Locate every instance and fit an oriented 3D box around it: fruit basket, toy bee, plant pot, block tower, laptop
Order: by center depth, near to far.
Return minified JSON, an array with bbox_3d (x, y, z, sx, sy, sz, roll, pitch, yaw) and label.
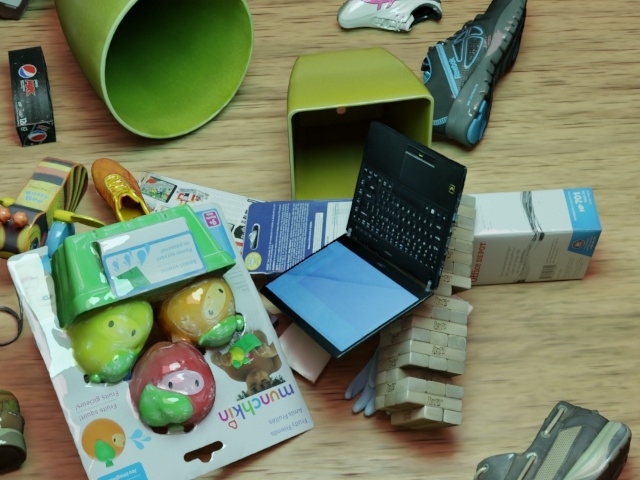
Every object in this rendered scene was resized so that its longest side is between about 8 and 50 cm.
[{"bbox_3d":[-0.202,0.136,1.545,0.327,0.165,0.353,-17,73,-31],"label":"fruit basket"},{"bbox_3d":[0.050,-0.010,1.555,0.137,0.264,0.234,2,19,-32],"label":"laptop"},{"bbox_3d":[0.145,0.084,1.601,0.091,0.097,0.335,14,70,-25],"label":"block tower"},{"bbox_3d":[-0.410,-0.021,1.695,0.195,0.162,0.298,-4,56,-6],"label":"toy bee"},{"bbox_3d":[0.046,-0.182,1.793,0.212,0.212,0.187,-7,45,-6],"label":"plant pot"},{"bbox_3d":[-0.301,-0.352,1.879,0.275,0.274,0.293,-33,48,-21],"label":"plant pot"}]

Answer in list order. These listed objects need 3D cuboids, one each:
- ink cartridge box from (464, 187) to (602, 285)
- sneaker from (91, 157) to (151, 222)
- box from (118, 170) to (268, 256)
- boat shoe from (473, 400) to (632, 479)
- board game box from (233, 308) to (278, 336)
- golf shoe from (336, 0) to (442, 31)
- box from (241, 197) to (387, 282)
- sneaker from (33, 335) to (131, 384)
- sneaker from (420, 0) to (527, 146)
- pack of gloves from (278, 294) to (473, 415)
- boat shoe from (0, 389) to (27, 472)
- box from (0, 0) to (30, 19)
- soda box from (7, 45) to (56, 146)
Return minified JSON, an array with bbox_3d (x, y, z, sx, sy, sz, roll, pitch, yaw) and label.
[{"bbox_3d":[0.298,-0.004,1.704,0.191,0.139,0.082,-2,57,-2],"label":"ink cartridge box"},{"bbox_3d":[-0.290,-0.067,1.738,0.064,0.067,0.175,-29,60,-16],"label":"sneaker"},{"bbox_3d":[-0.193,-0.030,1.778,0.207,0.036,0.114,15,57,9],"label":"box"},{"bbox_3d":[0.257,0.341,1.497,0.130,0.132,0.355,32,52,30],"label":"boat shoe"},{"bbox_3d":[-0.123,0.121,1.687,0.090,0.020,0.090,35,62,20],"label":"board game box"},{"bbox_3d":[0.121,-0.395,2.008,0.186,0.067,0.086,-17,60,-12],"label":"golf shoe"},{"bbox_3d":[0.000,0.000,1.713,0.225,0.036,0.136,-1,53,8],"label":"box"},{"bbox_3d":[-0.327,0.166,1.618,0.211,0.081,0.080,35,61,19],"label":"sneaker"},{"bbox_3d":[0.245,-0.310,1.921,0.140,0.125,0.341,18,55,17],"label":"sneaker"},{"bbox_3d":[0.073,0.134,1.680,0.195,0.046,0.232,35,69,15],"label":"pack of gloves"},{"bbox_3d":[-0.546,0.270,1.539,0.307,0.110,0.104,-6,52,-17],"label":"boat shoe"},{"bbox_3d":[-0.551,-0.598,2.040,0.143,0.191,0.381,15,50,-29],"label":"box"},{"bbox_3d":[-0.469,-0.236,1.901,0.060,0.053,0.169,-10,57,-8],"label":"soda box"}]
